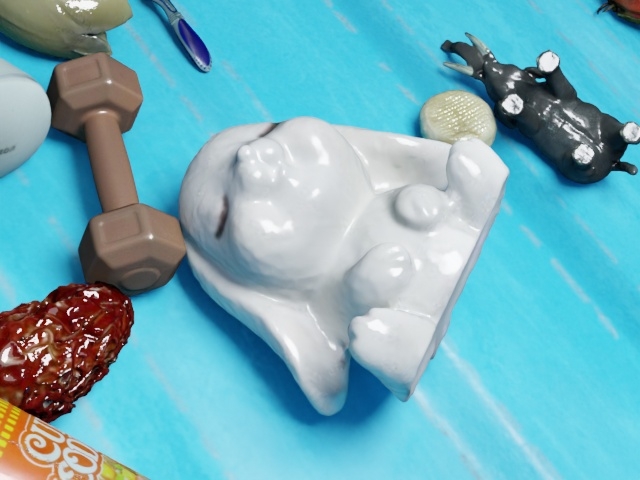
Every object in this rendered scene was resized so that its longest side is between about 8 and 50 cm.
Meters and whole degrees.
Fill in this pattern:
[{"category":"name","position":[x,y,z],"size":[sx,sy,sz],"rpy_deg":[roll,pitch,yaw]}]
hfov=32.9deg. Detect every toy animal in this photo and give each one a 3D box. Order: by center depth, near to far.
[{"category":"toy animal","position":[0.000,0.000,0.947],"size":[0.264,0.206,0.272],"rpy_deg":[22,70,12]},{"category":"toy animal","position":[0.229,-0.151,1.168],"size":[0.269,0.137,0.082],"rpy_deg":[39,92,13]}]

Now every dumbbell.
[{"category":"dumbbell","position":[-0.186,-0.061,0.970],"size":[0.092,0.082,0.231],"rpy_deg":[-17,61,-3]}]

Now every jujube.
[{"category":"jujube","position":[-0.213,0.088,0.850],"size":[0.104,0.104,0.166],"rpy_deg":[44,54,13]}]

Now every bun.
[{"category":"bun","position":[0.145,-0.116,1.154],"size":[0.086,0.055,0.086],"rpy_deg":[1,53,-2]}]

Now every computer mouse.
[{"category":"computer mouse","position":[-0.340,-0.096,0.914],"size":[0.230,0.128,0.079],"rpy_deg":[-9,49,-29]}]

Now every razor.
[{"category":"razor","position":[-0.162,-0.237,1.145],"size":[0.044,0.028,0.155],"rpy_deg":[-27,68,-33]}]

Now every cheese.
[{"category":"cheese","position":[-0.267,-0.267,1.089],"size":[0.175,0.091,0.203],"rpy_deg":[-14,63,-28]}]

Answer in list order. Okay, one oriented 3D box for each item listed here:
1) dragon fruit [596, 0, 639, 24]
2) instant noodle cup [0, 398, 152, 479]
[{"category":"dragon fruit","position":[0.480,-0.335,1.336],"size":[0.292,0.234,0.234],"rpy_deg":[6,51,11]},{"category":"instant noodle cup","position":[-0.172,0.222,0.733],"size":[0.212,0.193,0.193],"rpy_deg":[25,51,-11]}]
